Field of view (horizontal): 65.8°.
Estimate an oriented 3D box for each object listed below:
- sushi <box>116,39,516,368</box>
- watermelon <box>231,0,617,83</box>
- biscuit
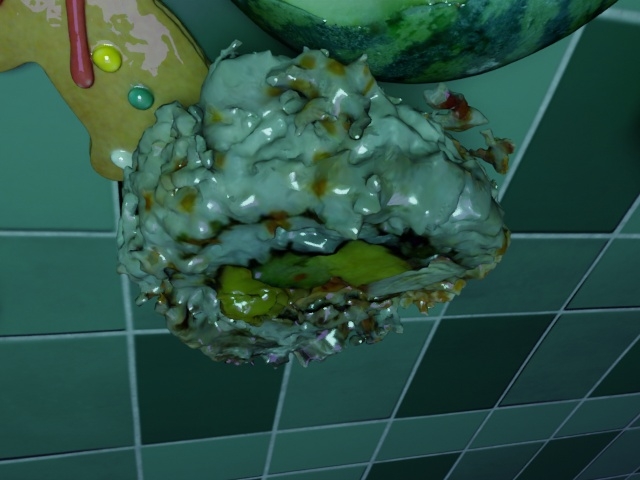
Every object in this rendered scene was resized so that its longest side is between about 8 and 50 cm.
[{"bbox_3d":[0.001,-0.002,0.506,0.418,0.175,0.417,-4,150,-3],"label":"sushi"},{"bbox_3d":[0.098,-0.215,0.380,0.292,0.222,0.319,-42,128,14],"label":"watermelon"},{"bbox_3d":[-0.212,-0.191,0.422,0.216,0.047,0.339,-25,132,5],"label":"biscuit"}]
